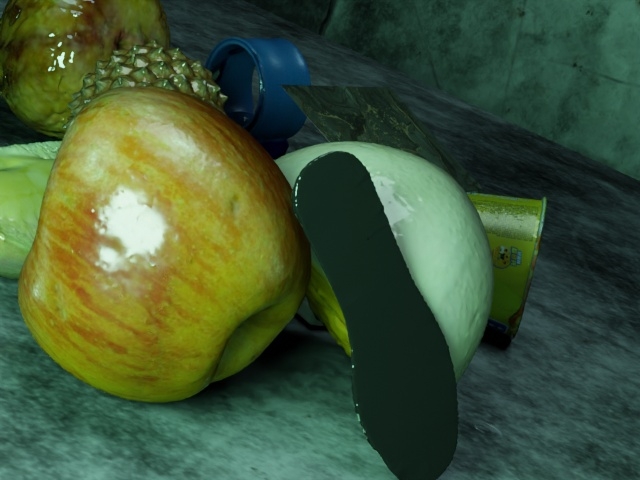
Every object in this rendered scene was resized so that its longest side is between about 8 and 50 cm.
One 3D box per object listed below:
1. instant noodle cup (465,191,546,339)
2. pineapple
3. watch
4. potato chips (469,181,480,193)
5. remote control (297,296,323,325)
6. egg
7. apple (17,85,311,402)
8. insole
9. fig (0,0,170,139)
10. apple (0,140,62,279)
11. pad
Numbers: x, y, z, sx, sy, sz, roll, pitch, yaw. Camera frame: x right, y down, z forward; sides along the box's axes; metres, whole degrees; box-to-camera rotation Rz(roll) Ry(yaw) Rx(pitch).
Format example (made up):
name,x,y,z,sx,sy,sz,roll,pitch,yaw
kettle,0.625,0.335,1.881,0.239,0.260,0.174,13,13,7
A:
name,x,y,z,sx,sy,sz,roll,pitch,yaw
instant noodle cup,0.214,0.019,1.992,0.153,0.205,0.205,14,16,3
pineapple,-0.242,-0.105,1.836,0.223,0.223,0.357,20,28,-1
watch,-0.105,-0.213,2.279,0.196,0.200,0.171,31,26,34
potato chips,0.145,-0.045,2.286,0.373,0.097,0.389,24,17,8
remote control,-0.026,0.058,1.846,0.087,0.029,0.190,8,20,-39
egg,0.079,0.009,1.589,0.337,0.201,0.337,47,-12,13
apple,-0.138,0.013,1.397,0.301,0.301,0.301,19,16,-6
insole,0.057,0.078,1.402,0.119,0.348,0.009,-30,19,-25
fig,-0.411,-0.268,2.159,0.368,0.286,0.286,-6,0,33
apple,-0.309,-0.013,1.584,0.193,0.120,0.265,40,25,18
pad,0.103,-0.156,2.277,0.247,0.007,0.367,49,25,17
